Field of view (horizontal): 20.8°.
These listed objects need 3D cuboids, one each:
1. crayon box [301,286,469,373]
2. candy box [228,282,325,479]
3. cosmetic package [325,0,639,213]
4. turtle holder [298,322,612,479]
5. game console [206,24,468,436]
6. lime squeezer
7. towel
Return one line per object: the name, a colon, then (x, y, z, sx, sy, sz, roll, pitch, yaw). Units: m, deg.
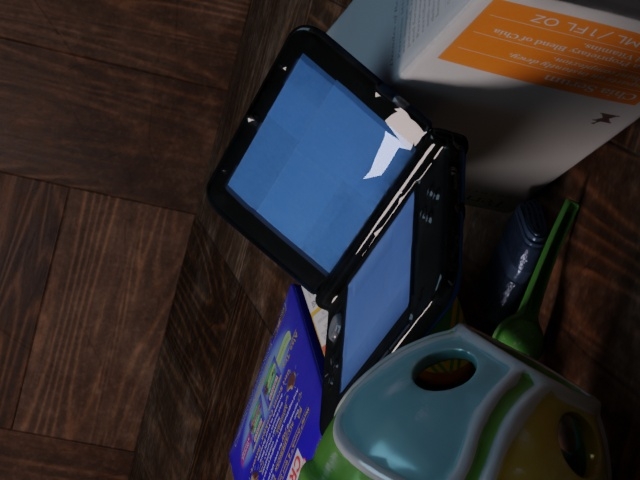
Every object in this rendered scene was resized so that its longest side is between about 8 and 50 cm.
crayon box: (0.082, 0.131, 1.789, 0.203, 0.083, 0.323, 137, 118, -65)
candy box: (-0.004, 0.246, 2.087, 0.317, 0.122, 0.268, -106, 33, -62)
cosmetic package: (0.170, -0.184, 1.599, 0.453, 0.230, 0.161, 137, 142, -65)
turtle holder: (0.127, 0.204, 1.415, 0.227, 0.243, 0.320, -60, 15, 2)
game console: (0.000, 0.000, 1.590, 0.293, 0.173, 0.250, 123, 158, -51)
lime squeezer: (0.192, 0.114, 1.614, 0.110, 0.059, 0.310, 130, 150, -60)
towel: (0.193, 0.023, 1.731, 0.067, 0.029, 0.119, -98, 26, -53)
